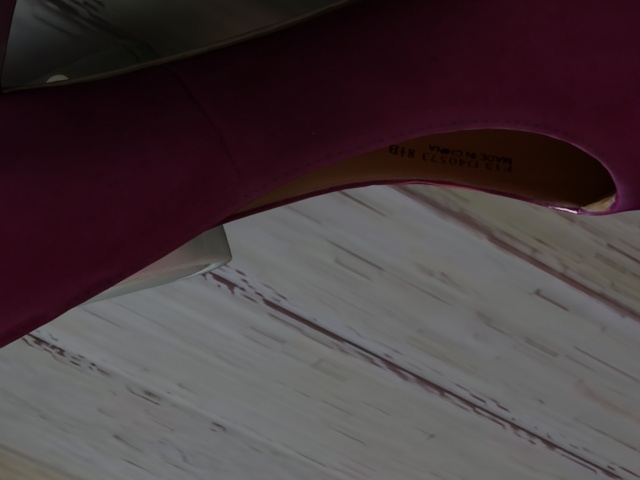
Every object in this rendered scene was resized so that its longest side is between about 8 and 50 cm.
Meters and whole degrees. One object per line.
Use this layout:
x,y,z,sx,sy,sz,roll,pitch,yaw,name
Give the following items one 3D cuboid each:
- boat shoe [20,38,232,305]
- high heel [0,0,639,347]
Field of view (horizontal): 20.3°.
-0.168,-0.003,0.734,0.305,0.091,0.109,-14,179,36,boat shoe
0.000,0.000,0.584,0.377,0.181,0.127,6,167,-5,high heel
